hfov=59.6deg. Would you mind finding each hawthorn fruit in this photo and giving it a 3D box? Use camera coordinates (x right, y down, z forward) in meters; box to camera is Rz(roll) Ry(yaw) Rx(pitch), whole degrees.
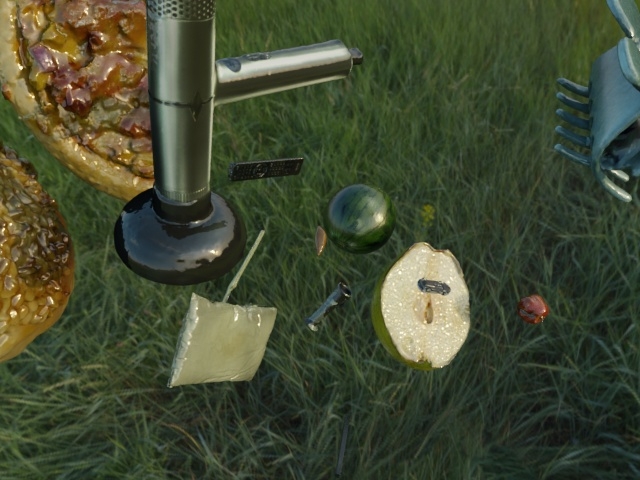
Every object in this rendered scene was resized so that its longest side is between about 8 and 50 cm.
[{"bbox_3d":[0.637,0.207,1.673,0.093,0.093,0.093,-9,43,8],"label":"hawthorn fruit"}]

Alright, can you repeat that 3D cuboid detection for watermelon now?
[{"bbox_3d":[0.130,-0.074,1.857,0.242,0.242,0.242,-9,43,8],"label":"watermelon"}]

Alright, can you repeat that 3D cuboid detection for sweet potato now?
[{"bbox_3d":[0.000,0.000,1.566,0.034,0.034,0.095,-5,62,11],"label":"sweet potato"}]

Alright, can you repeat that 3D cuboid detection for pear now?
[{"bbox_3d":[0.294,0.211,1.785,0.191,0.340,0.387,-27,46,60],"label":"pear"}]

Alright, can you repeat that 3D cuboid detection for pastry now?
[{"bbox_3d":[-0.528,-0.013,0.792,0.245,0.409,0.410,-31,39,17],"label":"pastry"}]

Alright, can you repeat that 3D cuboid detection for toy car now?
[{"bbox_3d":[0.290,0.121,1.427,0.093,0.025,0.041,13,39,-20],"label":"toy car"}]

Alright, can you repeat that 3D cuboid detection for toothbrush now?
[{"bbox_3d":[-0.220,0.095,1.510,0.028,0.026,0.294,20,77,15],"label":"toothbrush"}]

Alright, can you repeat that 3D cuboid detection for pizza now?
[{"bbox_3d":[-0.291,-0.226,0.790,0.277,0.409,0.114,-27,27,-15],"label":"pizza"}]

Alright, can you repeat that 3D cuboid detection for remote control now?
[{"bbox_3d":[-0.154,-0.209,1.620,0.245,0.063,0.025,-11,41,-38],"label":"remote control"}]

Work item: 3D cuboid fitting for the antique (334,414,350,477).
[{"bbox_3d":[0.065,0.611,1.666,0.015,0.031,0.192,15,42,2],"label":"antique"}]

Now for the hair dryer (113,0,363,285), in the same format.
[{"bbox_3d":[-0.072,-0.116,0.632,0.284,0.320,0.156,-2,40,-30],"label":"hair dryer"}]

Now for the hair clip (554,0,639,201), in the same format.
[{"bbox_3d":[0.603,-0.270,1.071,0.392,0.238,0.318,26,52,-9],"label":"hair clip"}]

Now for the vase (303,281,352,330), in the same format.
[{"bbox_3d":[0.021,0.203,1.699,0.167,0.059,0.059,-46,39,18],"label":"vase"}]

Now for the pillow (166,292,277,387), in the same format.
[{"bbox_3d":[-0.163,0.172,0.952,0.050,0.229,0.148,6,83,31],"label":"pillow"}]
